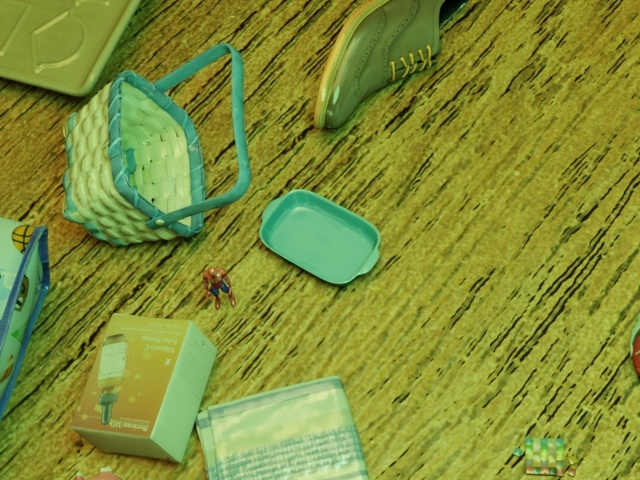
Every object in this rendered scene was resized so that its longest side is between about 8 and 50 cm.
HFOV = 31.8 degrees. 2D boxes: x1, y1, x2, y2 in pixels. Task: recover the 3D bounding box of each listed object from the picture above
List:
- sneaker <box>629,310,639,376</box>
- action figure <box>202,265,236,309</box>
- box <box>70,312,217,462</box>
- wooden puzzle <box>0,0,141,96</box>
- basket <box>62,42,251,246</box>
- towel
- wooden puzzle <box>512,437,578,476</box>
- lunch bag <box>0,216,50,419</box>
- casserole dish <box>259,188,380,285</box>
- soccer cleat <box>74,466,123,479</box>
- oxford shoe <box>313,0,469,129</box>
[{"bbox_3d":[0.544,0.161,1.462,0.279,0.107,0.118,8,80,14],"label":"sneaker"},{"bbox_3d":[-0.142,0.065,1.566,0.038,0.115,0.030,-8,60,3],"label":"action figure"},{"bbox_3d":[-0.233,0.196,1.502,0.130,0.091,0.170,2,59,24],"label":"box"},{"bbox_3d":[-0.457,-0.387,1.887,0.348,0.080,0.322,13,62,19],"label":"wooden puzzle"},{"bbox_3d":[-0.227,-0.133,1.621,0.289,0.201,0.255,-22,56,30],"label":"basket"},{"bbox_3d":[-0.039,0.323,1.456,0.209,0.034,0.285,-15,60,-2],"label":"towel"},{"bbox_3d":[0.292,0.281,1.458,0.083,0.006,0.049,1,61,7],"label":"wooden puzzle"},{"bbox_3d":[-0.563,0.136,1.467,0.328,0.239,0.385,15,62,-2],"label":"lunch bag"},{"bbox_3d":[0.000,0.000,1.633,0.188,0.037,0.114,28,68,21],"label":"casserole dish"},{"bbox_3d":[-0.367,0.364,1.447,0.248,0.083,0.095,-13,64,-4],"label":"soccer cleat"},{"bbox_3d":[0.112,-0.302,1.744,0.132,0.130,0.364,29,69,12],"label":"oxford shoe"}]
